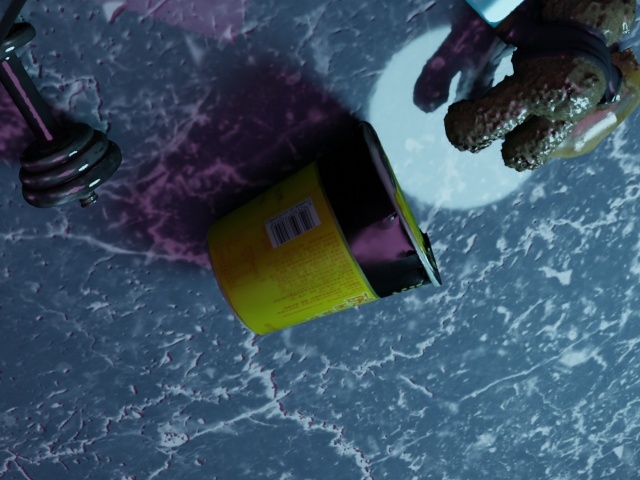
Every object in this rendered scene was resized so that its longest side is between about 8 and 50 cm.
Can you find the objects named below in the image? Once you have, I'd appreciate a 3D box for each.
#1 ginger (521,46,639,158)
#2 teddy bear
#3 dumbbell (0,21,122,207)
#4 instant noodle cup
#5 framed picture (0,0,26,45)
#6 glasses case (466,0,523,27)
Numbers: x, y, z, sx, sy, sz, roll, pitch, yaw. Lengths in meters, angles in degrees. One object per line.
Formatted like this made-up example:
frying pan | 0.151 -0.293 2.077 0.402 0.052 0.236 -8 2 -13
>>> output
ginger | 0.338 -0.165 0.912 0.190 0.069 0.095 -43 91 15
teddy bear | 0.272 -0.190 0.821 0.182 0.129 0.251 24 101 -23
dumbbell | -0.288 -0.140 0.698 0.110 0.110 0.254 -23 122 -2
instant noodle cup | 0.000 0.000 0.841 0.236 0.215 0.215 -24 129 8
framed picture | -0.444 -0.164 0.605 0.265 0.016 0.347 30 127 -30
glasses case | 0.252 -0.359 0.707 0.117 0.070 0.301 37 113 -21
